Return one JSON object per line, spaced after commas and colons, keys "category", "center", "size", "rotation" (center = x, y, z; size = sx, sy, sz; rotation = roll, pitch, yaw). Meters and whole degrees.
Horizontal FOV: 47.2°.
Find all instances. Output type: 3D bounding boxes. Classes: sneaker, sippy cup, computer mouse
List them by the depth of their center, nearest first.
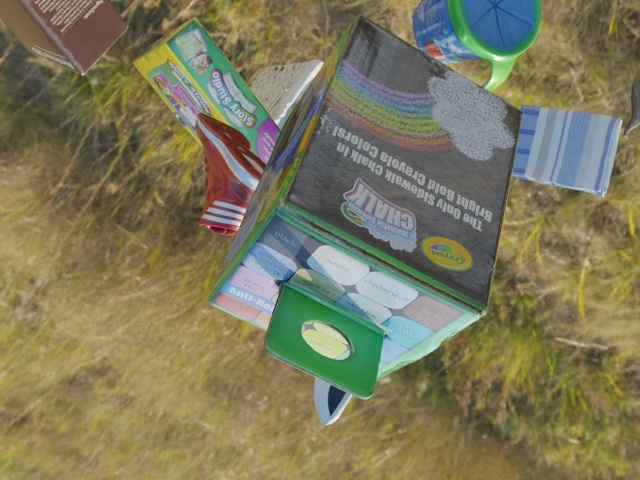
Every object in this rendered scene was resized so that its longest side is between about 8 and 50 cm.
{"category": "computer mouse", "center": [0.038, 0.120, 0.839], "size": [0.042, 0.193, 0.106], "rotation": [31, 173, -7]}
{"category": "sneaker", "center": [-0.152, -0.090, 1.045], "size": [0.087, 0.128, 0.221], "rotation": [22, -162, -35]}
{"category": "sippy cup", "center": [0.328, -0.497, 1.630], "size": [0.240, 0.305, 0.224], "rotation": [29, 168, -24]}

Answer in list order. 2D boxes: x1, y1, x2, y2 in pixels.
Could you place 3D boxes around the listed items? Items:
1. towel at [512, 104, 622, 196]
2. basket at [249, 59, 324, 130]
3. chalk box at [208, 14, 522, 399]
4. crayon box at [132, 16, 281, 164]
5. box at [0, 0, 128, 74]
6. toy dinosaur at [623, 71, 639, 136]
{"category": "towel", "center": [0.650, -0.247, 1.969], "size": [0.285, 0.034, 0.209], "rotation": [18, 103, 37]}
{"category": "basket", "center": [-0.081, -0.299, 2.128], "size": [0.266, 0.328, 0.331], "rotation": [11, 151, 45]}
{"category": "chalk box", "center": [0.023, -0.004, 0.459], "size": [0.132, 0.213, 0.132], "rotation": [28, 146, -11]}
{"category": "crayon box", "center": [-0.265, -0.334, 1.763], "size": [0.363, 0.106, 0.313], "rotation": [52, 162, -22]}
{"category": "box", "center": [-0.516, -0.474, 1.230], "size": [0.191, 0.143, 0.381], "rotation": [26, 163, 33]}
{"category": "toy dinosaur", "center": [0.774, -0.373, 1.632], "size": [0.200, 0.127, 0.295], "rotation": [48, 128, 1]}
